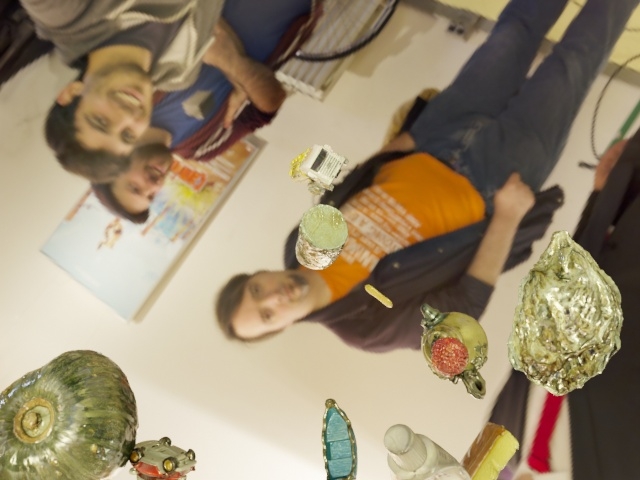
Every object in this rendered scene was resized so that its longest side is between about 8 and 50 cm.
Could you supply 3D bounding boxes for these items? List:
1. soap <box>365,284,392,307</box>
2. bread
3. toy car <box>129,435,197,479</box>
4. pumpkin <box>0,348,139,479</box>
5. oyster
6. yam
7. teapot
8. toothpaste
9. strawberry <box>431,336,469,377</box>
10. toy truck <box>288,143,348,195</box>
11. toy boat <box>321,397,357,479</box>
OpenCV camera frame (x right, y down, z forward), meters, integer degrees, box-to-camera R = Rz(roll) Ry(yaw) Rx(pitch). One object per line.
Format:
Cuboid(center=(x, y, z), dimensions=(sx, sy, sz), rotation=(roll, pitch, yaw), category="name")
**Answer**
Cuboid(center=(0.153, 0.146, 1.965), dimensions=(0.089, 0.012, 0.034), rotation=(37, 152, 13), category="soap")
Cuboid(center=(0.372, 0.628, 1.898), dimensions=(0.077, 0.361, 0.138), rotation=(38, 165, 0), category="bread")
Cuboid(center=(-0.332, 0.485, 1.559), dimensions=(0.139, 0.112, 0.112), rotation=(11, -174, 28), category="toy car")
Cuboid(center=(-0.525, 0.379, 1.490), dimensions=(0.257, 0.327, 0.292), rotation=(63, -173, -56), category="pumpkin")
Cuboid(center=(0.436, 0.135, 1.326), dimensions=(0.198, 0.268, 0.112), rotation=(29, -179, 8), category="oyster")
Cuboid(center=(0.000, 0.000, 1.593), dimensions=(0.107, 0.107, 0.183), rotation=(34, 160, 4), category="yam")
Cuboid(center=(0.330, 0.277, 1.874), dimensions=(0.182, 0.173, 0.270), rotation=(13, -133, -56), category="teapot")
Cuboid(center=(0.152, 0.342, 1.083), dimensions=(0.099, 0.069, 0.282), rotation=(2, 144, 30), category="toothpaste")
Cuboid(center=(0.265, 0.233, 1.523), dimensions=(0.083, 0.083, 0.096), rotation=(30, 144, 29), category="strawberry")
Cuboid(center=(-0.015, -0.189, 1.976), dimensions=(0.114, 0.098, 0.227), rotation=(32, 172, -10), category="toy truck")
Cuboid(center=(0.037, 0.443, 1.646), dimensions=(0.075, 0.186, 0.077), rotation=(-12, 147, 15), category="toy boat")
